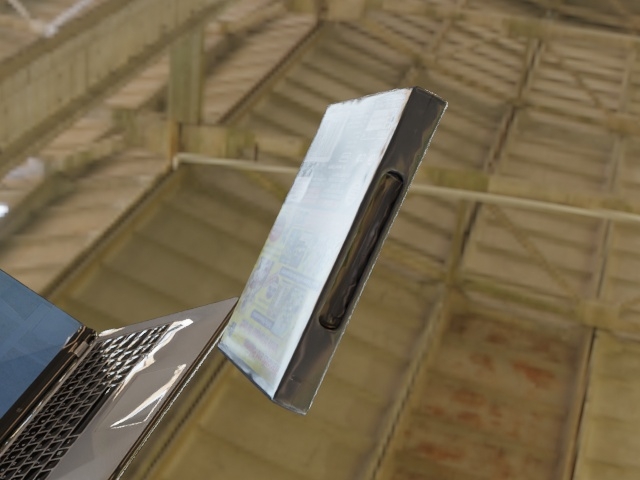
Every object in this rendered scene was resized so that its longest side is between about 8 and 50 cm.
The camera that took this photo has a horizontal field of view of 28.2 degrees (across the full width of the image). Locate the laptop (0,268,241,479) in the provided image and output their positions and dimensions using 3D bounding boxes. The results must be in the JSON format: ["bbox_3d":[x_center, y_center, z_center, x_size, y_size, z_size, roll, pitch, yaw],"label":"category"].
[{"bbox_3d":[-0.376,0.130,1.576,0.407,0.236,0.382,-16,-157,30],"label":"laptop"}]

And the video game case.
[{"bbox_3d":[0.000,0.000,1.036,0.035,0.248,0.275,25,178,-13],"label":"video game case"}]
